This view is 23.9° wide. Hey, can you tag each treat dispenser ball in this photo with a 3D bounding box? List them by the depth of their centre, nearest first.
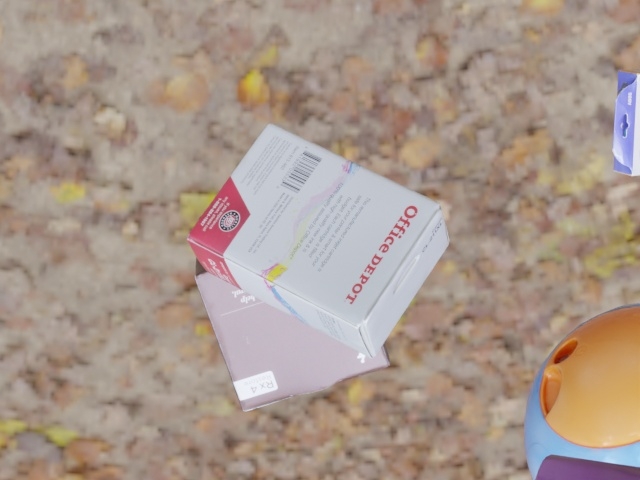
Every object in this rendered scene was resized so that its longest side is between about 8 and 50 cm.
[{"bbox_3d":[0.365,0.210,1.642,0.288,0.288,0.288,-1,139,-1],"label":"treat dispenser ball"}]

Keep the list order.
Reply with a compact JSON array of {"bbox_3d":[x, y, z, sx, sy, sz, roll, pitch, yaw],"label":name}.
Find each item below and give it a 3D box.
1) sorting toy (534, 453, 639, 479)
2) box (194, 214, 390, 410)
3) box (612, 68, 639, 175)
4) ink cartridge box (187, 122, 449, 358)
[{"bbox_3d":[0.086,0.258,0.669,0.127,0.365,0.126,17,130,8],"label":"sorting toy"},{"bbox_3d":[-0.033,0.052,1.651,0.168,0.203,0.167,-17,108,3],"label":"box"},{"bbox_3d":[0.281,-0.096,1.191,0.136,0.028,0.081,-6,104,-25],"label":"box"},{"bbox_3d":[0.000,0.000,1.251,0.175,0.127,0.072,27,161,23],"label":"ink cartridge box"}]
